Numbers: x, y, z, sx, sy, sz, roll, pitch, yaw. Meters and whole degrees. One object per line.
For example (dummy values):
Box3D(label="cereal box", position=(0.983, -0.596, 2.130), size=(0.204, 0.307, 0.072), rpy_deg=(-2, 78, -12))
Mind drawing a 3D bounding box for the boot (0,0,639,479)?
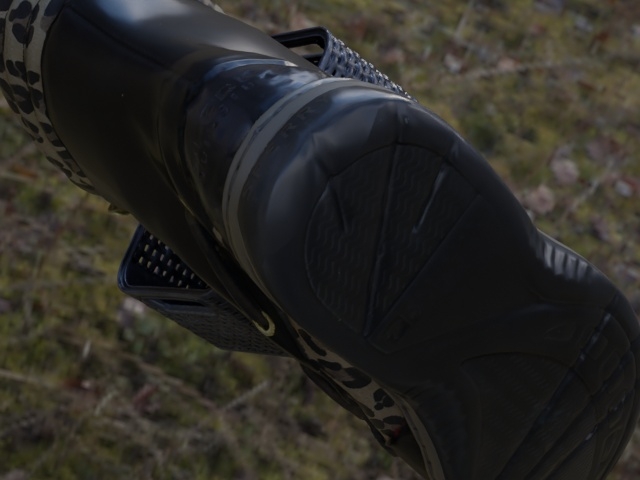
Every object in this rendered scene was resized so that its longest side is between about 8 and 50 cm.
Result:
Box3D(label="boot", position=(0.000, 0.000, 0.808), size=(0.284, 0.138, 0.377), rpy_deg=(35, -5, 41))

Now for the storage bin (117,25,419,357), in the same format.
Box3D(label="storage bin", position=(-0.031, -0.029, 0.938), size=(0.084, 0.122, 0.180), rpy_deg=(35, 70, -32))
